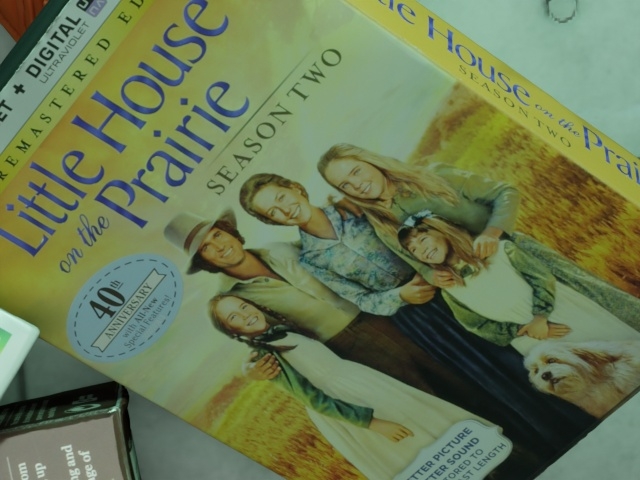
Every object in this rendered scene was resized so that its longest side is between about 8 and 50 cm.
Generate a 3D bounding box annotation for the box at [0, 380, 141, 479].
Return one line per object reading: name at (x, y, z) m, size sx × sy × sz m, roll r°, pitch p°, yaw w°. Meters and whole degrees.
box at (-0.291, 0.225, 1.052) m, size 0.381 × 0.143 × 0.191 m, roll -11°, pitch 93°, yaw -6°

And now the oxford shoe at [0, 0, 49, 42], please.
oxford shoe at (-0.147, -0.179, 1.040) m, size 0.364 × 0.130 × 0.132 m, roll 37°, pitch 67°, yaw 3°

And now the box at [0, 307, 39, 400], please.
box at (-0.334, 0.130, 0.907) m, size 0.232 × 0.058 × 0.322 m, roll 31°, pitch 72°, yaw -6°

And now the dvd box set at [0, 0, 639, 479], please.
dvd box set at (0.000, 0.000, 0.988) m, size 0.420 × 0.062 × 0.307 m, roll 33°, pitch 121°, yaw -20°
